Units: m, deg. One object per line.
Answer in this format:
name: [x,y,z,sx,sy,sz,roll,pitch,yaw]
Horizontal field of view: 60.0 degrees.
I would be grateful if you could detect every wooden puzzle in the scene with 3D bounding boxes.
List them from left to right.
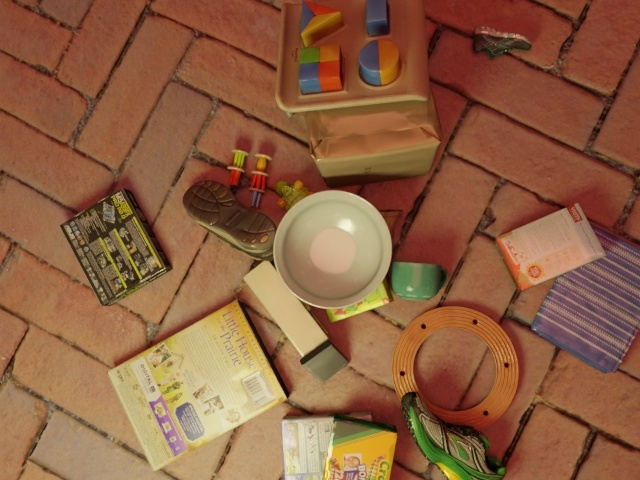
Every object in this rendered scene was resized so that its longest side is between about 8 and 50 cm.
wooden puzzle: [0.072,-0.456,1.277,0.347,0.080,0.322,-1,66,7]

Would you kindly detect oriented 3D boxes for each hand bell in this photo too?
hand bell: [0.166,0.040,1.510,0.126,0.126,0.242,-2,96,5]

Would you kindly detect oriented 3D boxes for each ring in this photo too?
ring: [0.359,0.345,1.490,0.336,0.032,0.337,-1,85,6]

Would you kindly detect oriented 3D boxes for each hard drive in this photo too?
hard drive: [0.013,0.323,1.475,0.094,0.135,0.022,-36,50,1]

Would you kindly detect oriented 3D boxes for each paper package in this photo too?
paper package: [0.137,-0.259,1.415,0.309,0.325,0.168,-6,83,5]

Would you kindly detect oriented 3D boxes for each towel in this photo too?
towel: [0.743,0.155,1.478,0.243,0.040,0.336,30,86,9]

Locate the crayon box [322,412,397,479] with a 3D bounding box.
crayon box: [0.089,0.598,1.403,0.165,0.081,0.279,10,85,5]

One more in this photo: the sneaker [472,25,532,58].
sneaker: [0.504,-0.545,1.552,0.166,0.065,0.076,16,103,9]

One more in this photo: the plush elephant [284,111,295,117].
plush elephant: [0.018,-0.447,1.472,0.255,0.272,0.330,-40,57,-22]

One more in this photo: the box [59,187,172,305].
box: [-0.583,0.019,1.584,0.216,0.060,0.270,-31,83,1]

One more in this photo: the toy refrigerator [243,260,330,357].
toy refrigerator: [-0.085,0.180,1.507,0.094,0.102,0.270,-39,82,1]

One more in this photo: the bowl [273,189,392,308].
bowl: [0.031,0.025,1.435,0.297,0.134,0.298,0,87,1]

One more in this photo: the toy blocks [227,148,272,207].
toy blocks: [-0.210,-0.175,1.573,0.123,0.054,0.148,11,86,5]

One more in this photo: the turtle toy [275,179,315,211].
turtle toy: [-0.074,-0.120,1.550,0.130,0.066,0.095,44,90,8]

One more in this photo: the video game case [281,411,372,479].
video game case: [0.025,0.603,1.479,0.244,0.061,0.270,-4,84,3]

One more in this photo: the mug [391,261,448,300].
mug: [0.266,0.109,1.469,0.157,0.129,0.098,4,88,5]

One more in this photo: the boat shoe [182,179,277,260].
boat shoe: [-0.247,-0.042,1.508,0.132,0.130,0.355,-42,54,-18]

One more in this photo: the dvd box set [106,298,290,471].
dvd box set: [-0.337,0.395,1.528,0.420,0.062,0.308,-30,83,2]

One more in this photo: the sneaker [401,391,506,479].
sneaker: [0.332,0.503,1.410,0.146,0.134,0.343,-41,101,6]

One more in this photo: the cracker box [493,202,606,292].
cracker box: [0.603,0.021,1.468,0.232,0.067,0.156,-24,76,7]

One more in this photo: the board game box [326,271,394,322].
board game box: [0.097,0.150,1.494,0.181,0.043,0.092,-22,83,23]
